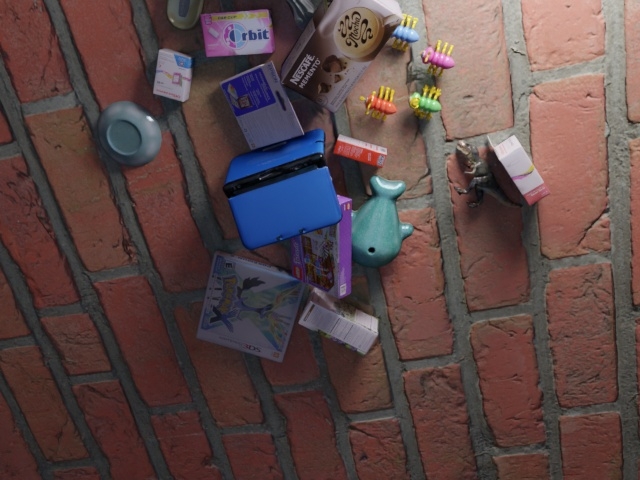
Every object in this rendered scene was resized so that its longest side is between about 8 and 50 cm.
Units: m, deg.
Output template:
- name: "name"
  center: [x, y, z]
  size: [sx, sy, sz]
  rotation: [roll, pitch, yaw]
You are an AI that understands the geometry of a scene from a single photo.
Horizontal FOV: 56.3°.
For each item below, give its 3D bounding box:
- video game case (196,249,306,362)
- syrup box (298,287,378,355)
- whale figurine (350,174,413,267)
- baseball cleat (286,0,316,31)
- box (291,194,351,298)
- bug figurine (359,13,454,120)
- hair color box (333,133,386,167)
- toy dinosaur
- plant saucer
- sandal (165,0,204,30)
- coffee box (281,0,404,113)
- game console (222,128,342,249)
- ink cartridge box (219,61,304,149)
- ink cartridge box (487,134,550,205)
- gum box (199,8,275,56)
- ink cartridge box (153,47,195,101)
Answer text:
- name: "video game case"
  center: [-0.225, 0.217, 1.915]
  size: [0.300, 0.036, 0.328]
  rotation: [16, 114, -1]
- name: "syrup box"
  center: [0.058, 0.252, 1.866]
  size: [0.237, 0.093, 0.096]
  rotation: [26, 114, -5]
- name: "whale figurine"
  center: [0.160, -0.044, 1.696]
  size: [0.216, 0.141, 0.272]
  rotation: [15, 118, 0]
- name: "baseball cleat"
  center: [-0.050, -0.618, 1.511]
  size: [0.072, 0.109, 0.206]
  rotation: [-10, 143, 28]
- name: "box"
  center: [0.000, 0.000, 1.723]
  size: [0.201, 0.057, 0.293]
  rotation: [22, 122, 40]
- name: "bug figurine"
  center: [0.230, -0.432, 1.559]
  size: [0.216, 0.072, 0.278]
  rotation: [15, 114, 0]
- name: "hair color box"
  center: [0.111, -0.248, 1.653]
  size: [0.141, 0.072, 0.043]
  rotation: [16, 114, 0]
- name: "toy dinosaur"
  center: [0.445, -0.152, 1.665]
  size: [0.118, 0.064, 0.268]
  rotation: [-39, 107, 13]
- name: "plant saucer"
  center: [-0.560, -0.302, 1.727]
  size: [0.195, 0.037, 0.194]
  rotation: [3, 114, 6]
- name: "sandal"
  center: [-0.334, -0.683, 1.505]
  size: [0.120, 0.086, 0.302]
  rotation: [11, 114, 2]
- name: "coffee box"
  center: [0.045, -0.489, 1.483]
  size: [0.168, 0.118, 0.297]
  rotation: [25, 126, -23]
- name: "game console"
  center: [-0.100, -0.145, 1.646]
  size: [0.293, 0.250, 0.173]
  rotation: [-16, 125, 13]
- name: "ink cartridge box"
  center: [-0.149, -0.360, 1.603]
  size: [0.208, 0.045, 0.206]
  rotation: [-7, 116, 41]
- name: "ink cartridge box"
  center: [0.528, -0.204, 1.600]
  size: [0.067, 0.115, 0.198]
  rotation: [-33, 107, 19]
- name: "gum box"
  center: [-0.219, -0.544, 1.566]
  size: [0.189, 0.062, 0.107]
  rotation: [-2, 113, 7]
- name: "ink cartridge box"
  center: [-0.401, -0.451, 1.634]
  size: [0.089, 0.052, 0.122]
  rotation: [15, 116, 0]
